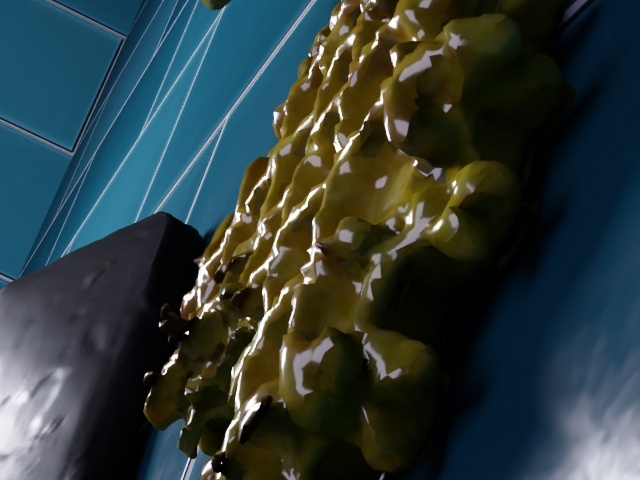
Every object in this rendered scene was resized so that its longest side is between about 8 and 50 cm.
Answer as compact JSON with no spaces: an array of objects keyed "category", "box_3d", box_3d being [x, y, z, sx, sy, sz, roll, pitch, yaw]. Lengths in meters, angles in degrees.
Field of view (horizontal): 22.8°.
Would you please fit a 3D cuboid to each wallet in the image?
[{"category":"wallet","box_3d":[-0.187,0.126,1.010,0.197,0.051,0.377,-22,34,28]}]

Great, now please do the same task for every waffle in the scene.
[{"category":"waffle","box_3d":[0.000,0.000,0.586,0.259,0.069,0.293,-64,13,6]}]

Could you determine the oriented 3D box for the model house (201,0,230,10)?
[{"category":"model house","box_3d":[-0.002,-0.258,0.956,0.325,0.194,0.267,108,174,-45]}]
